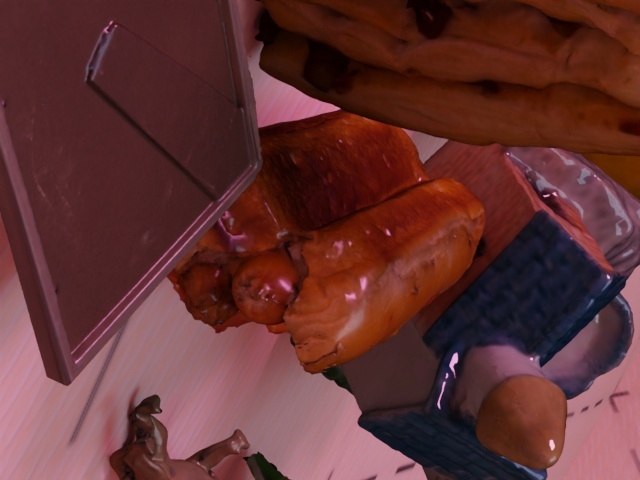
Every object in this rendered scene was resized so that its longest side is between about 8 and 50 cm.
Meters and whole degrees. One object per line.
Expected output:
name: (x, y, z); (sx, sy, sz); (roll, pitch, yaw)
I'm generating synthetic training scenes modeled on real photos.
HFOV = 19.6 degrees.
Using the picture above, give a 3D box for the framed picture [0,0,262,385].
framed picture: (-0.096, -0.076, 0.900); (0.189, 0.023, 0.260); (-52, 149, -35)

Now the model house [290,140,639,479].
model house: (0.145, 0.092, 1.346); (0.267, 0.194, 0.325); (-47, -155, 14)

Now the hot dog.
hot dog: (0.000, 0.000, 1.187); (0.117, 0.158, 0.349); (-50, 173, 19)

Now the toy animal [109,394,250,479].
toy animal: (-0.093, 0.156, 1.257); (0.220, 0.086, 0.069); (71, 8, -61)

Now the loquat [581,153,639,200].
loquat: (0.291, -0.194, 1.560); (0.359, 0.328, 0.328); (-120, -139, -53)

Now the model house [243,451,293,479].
model house: (-0.046, 0.424, 1.450); (0.323, 0.340, 0.300); (-38, 120, 5)

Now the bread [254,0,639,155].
bread: (0.129, -0.197, 1.060); (0.277, 0.324, 0.167); (-58, 140, -27)
